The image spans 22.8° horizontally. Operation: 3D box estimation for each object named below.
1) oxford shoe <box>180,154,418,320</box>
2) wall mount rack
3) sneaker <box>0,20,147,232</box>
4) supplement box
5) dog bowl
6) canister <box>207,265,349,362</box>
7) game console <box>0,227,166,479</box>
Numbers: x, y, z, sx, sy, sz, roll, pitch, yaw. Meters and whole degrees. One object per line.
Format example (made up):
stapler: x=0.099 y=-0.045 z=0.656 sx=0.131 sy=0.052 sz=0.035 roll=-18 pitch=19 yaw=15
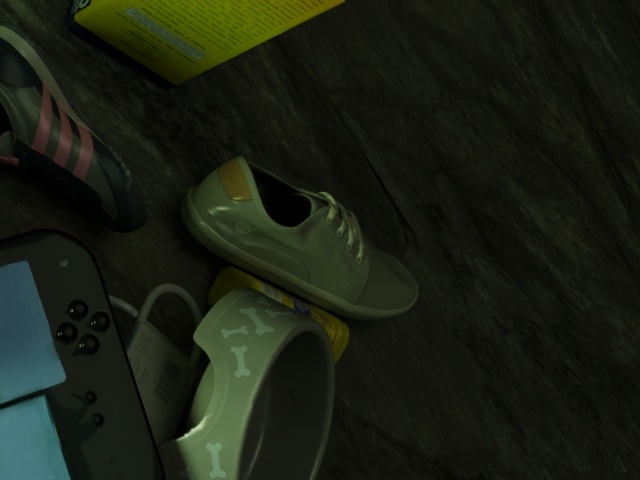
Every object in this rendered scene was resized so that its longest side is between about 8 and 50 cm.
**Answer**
oxford shoe: x=0.000 y=0.000 z=2.282 sx=0.449 sy=0.130 sz=0.169 roll=25 pitch=27 yaw=-40
wall mount rack: x=-0.285 y=0.180 z=1.923 sx=0.304 sy=0.130 sz=0.350 roll=46 pitch=45 yaw=-30
sneaker: x=-0.353 y=-0.114 z=1.999 sx=0.131 sy=0.112 sz=0.319 roll=-47 pitch=108 yaw=-29
supplement box: x=-0.149 y=-0.380 z=2.126 sx=0.195 sy=0.356 sz=0.194 roll=31 pitch=53 yaw=-37
dog bowl: x=-0.084 y=0.239 z=1.999 sx=0.349 sy=0.102 sz=0.348 roll=12 pitch=90 yaw=-69
canister: x=-0.061 y=0.105 z=2.202 sx=0.170 sy=0.126 sz=0.073 roll=29 pitch=88 yaw=-34
game console: x=-0.388 y=0.188 z=1.737 sx=0.386 sy=0.060 sz=0.342 roll=-18 pitch=87 yaw=-26
